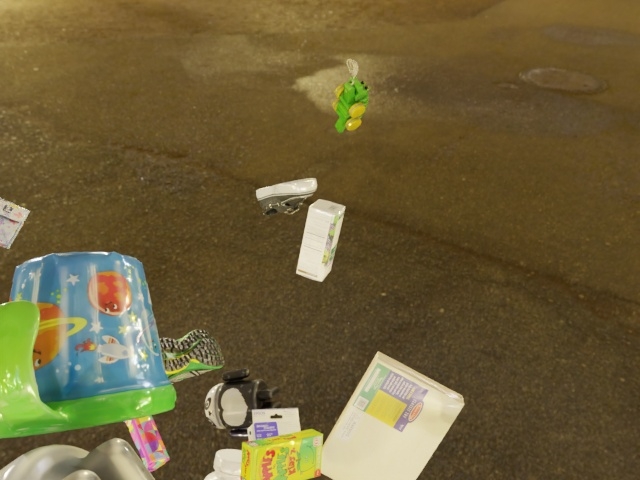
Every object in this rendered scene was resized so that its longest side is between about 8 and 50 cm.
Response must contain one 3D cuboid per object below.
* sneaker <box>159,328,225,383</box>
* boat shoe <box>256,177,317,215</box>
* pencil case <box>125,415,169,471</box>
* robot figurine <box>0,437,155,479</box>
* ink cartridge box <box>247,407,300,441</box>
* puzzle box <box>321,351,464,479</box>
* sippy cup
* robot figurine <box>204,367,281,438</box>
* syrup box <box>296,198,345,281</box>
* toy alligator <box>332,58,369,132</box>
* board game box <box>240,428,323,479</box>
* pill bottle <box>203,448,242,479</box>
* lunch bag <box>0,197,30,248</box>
[{"bbox_3d":[-0.425,0.359,1.563,0.344,0.146,0.134,12,42,-59],"label":"sneaker"},{"bbox_3d":[-0.042,-0.054,0.664,0.049,0.040,0.142,-15,7,-25],"label":"boat shoe"},{"bbox_3d":[-0.655,0.740,1.946,0.105,0.104,0.236,-22,62,-30],"label":"pencil case"},{"bbox_3d":[-0.334,0.361,0.549,0.354,0.199,0.300,-35,-3,6],"label":"robot figurine"},{"bbox_3d":[-0.151,0.685,1.780,0.206,0.045,0.208,14,56,-40],"label":"ink cartridge box"},{"bbox_3d":[0.189,0.550,1.485,0.272,0.408,0.052,28,14,3],"label":"puzzle box"},{"bbox_3d":[-0.329,0.137,0.723,0.240,0.306,0.223,2,74,-34],"label":"sippy cup"},{"bbox_3d":[-0.292,0.606,1.929,0.279,0.173,0.209,-10,45,14],"label":"robot figurine"},{"bbox_3d":[0.000,0.000,1.640,0.097,0.236,0.093,17,24,14],"label":"syrup box"},{"bbox_3d":[0.060,-0.245,0.881,0.051,0.189,0.056,-28,74,-16],"label":"toy alligator"},{"bbox_3d":[-0.080,0.465,1.102,0.182,0.092,0.043,5,-2,-39],"label":"board game box"},{"bbox_3d":[-0.282,0.828,1.585,0.188,0.333,0.188,10,-8,2],"label":"pill bottle"},{"bbox_3d":[-0.614,-0.037,1.001,0.071,0.053,0.083,30,63,-25],"label":"lunch bag"}]
